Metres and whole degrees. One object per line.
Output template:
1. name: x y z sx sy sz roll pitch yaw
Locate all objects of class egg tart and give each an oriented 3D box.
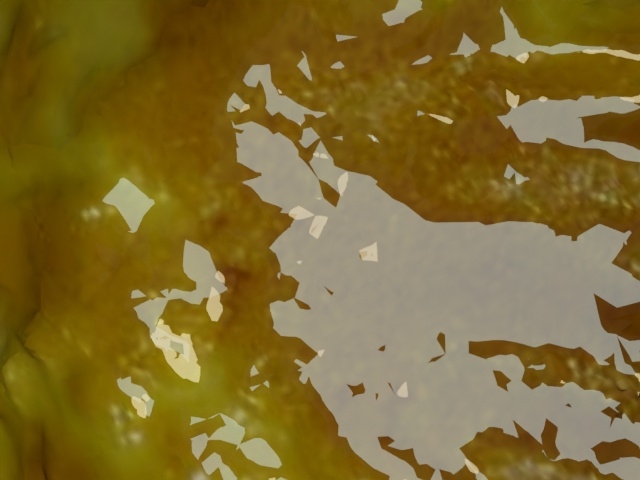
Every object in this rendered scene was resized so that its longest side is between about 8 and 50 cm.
1. egg tart: 0.000 0.000 0.499 0.388 0.169 0.387 2 85 -19
